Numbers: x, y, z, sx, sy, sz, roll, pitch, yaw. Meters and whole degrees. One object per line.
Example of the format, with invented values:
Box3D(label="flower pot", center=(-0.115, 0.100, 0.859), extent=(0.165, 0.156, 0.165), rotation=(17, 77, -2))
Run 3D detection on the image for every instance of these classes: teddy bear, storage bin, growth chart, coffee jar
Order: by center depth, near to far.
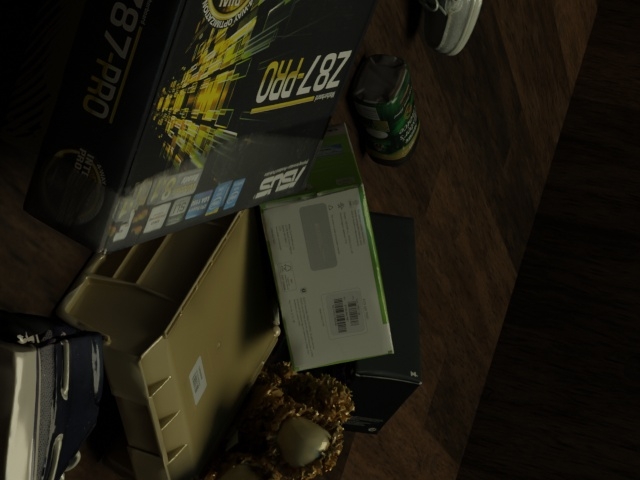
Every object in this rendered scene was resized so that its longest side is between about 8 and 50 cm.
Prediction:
Box3D(label="storage bin", center=(-0.162, 0.101, 1.610), extent=(0.262, 0.123, 0.260), rotation=(85, 27, -46))
Box3D(label="teddy bear", center=(-0.068, 0.241, 1.711), extent=(0.245, 0.113, 0.338), rotation=(-50, -163, -18))
Box3D(label="growth chart", center=(-0.078, -0.015, 1.760), extent=(0.172, 0.021, 0.237), rotation=(-92, 171, -53))
Box3D(label="coffee jar", center=(0.102, -0.193, 2.222), extent=(0.184, 0.079, 0.096), rotation=(71, 38, -59))

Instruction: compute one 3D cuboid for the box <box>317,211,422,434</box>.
Box3D(label="box", center=(0.063, 0.116, 2.073), extent=(0.184, 0.103, 0.261), rotation=(125, -30, -54))

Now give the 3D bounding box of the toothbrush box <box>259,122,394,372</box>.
Box3D(label="toothbrush box", center=(0.000, 0.000, 1.728), extent=(0.283, 0.122, 0.206), rotation=(-104, -177, -72))

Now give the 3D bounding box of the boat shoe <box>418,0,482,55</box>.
Box3D(label="boat shoe", center=(0.192, -0.442, 2.285), extent=(0.118, 0.103, 0.321), rotation=(-126, -145, -51))

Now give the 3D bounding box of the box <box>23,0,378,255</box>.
Box3D(label="box", center=(-0.079, -0.175, 1.311), extent=(0.395, 0.097, 0.318), rotation=(-20, 137, -64))

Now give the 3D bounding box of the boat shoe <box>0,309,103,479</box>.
Box3D(label="boat shoe", center=(-0.278, 0.228, 1.350), extent=(0.158, 0.127, 0.341), rotation=(-2, 105, -63))

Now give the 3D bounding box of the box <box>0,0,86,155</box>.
Box3D(label="box", center=(-0.194, -0.201, 1.341), extent=(0.113, 0.094, 0.275), rotation=(33, 72, -71))

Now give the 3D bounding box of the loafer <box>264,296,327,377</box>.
Box3D(label="loafer", center=(-0.020, 0.041, 2.025), extent=(0.109, 0.095, 0.303), rotation=(-146, -117, -70))
